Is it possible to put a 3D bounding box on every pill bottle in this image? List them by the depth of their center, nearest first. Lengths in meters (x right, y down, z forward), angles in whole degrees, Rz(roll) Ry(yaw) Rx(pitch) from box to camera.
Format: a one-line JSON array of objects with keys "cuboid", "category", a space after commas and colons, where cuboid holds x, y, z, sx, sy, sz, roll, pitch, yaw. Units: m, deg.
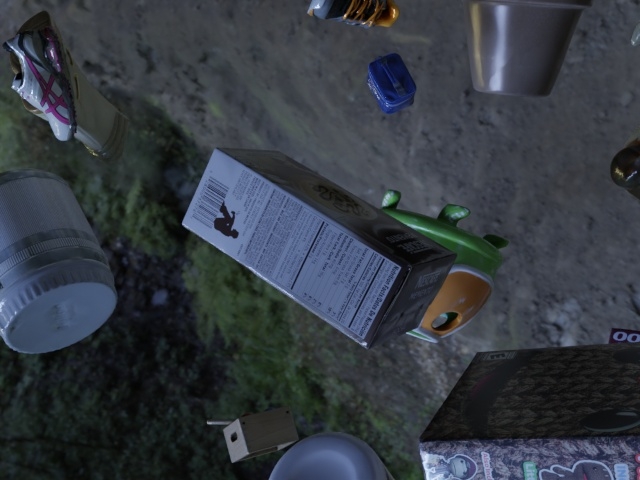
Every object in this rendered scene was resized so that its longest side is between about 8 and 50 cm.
[{"cuboid": [0.058, 0.455, 1.424, 0.188, 0.334, 0.188, -14, 48, 15], "category": "pill bottle"}]

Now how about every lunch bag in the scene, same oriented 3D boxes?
[{"cuboid": [0.124, -0.281, 1.597, 0.067, 0.065, 0.098, -26, 77, -8], "category": "lunch bag"}]

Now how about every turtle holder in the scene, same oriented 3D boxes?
[{"cuboid": [0.162, 0.047, 1.663, 0.320, 0.243, 0.227, 19, 83, 22], "category": "turtle holder"}]

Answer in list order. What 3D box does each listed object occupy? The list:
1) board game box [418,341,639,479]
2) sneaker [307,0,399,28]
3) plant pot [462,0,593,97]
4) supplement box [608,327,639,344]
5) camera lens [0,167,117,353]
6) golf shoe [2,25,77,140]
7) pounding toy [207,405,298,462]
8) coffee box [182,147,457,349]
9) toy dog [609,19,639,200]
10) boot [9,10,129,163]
[{"cuboid": [0.266, 0.195, 0.820, 0.291, 0.232, 0.141, -7, 100, 23], "category": "board game box"}, {"cuboid": [0.053, -0.353, 1.338, 0.083, 0.215, 0.084, 38, 118, 13], "category": "sneaker"}, {"cuboid": [0.379, -0.395, 1.732, 0.263, 0.263, 0.229, 25, 115, 55], "category": "plant pot"}, {"cuboid": [0.470, 0.175, 1.191, 0.130, 0.239, 0.073, 5, 79, 34], "category": "supplement box"}, {"cuboid": [-0.497, 0.029, 1.576, 0.219, 0.219, 0.274, -45, 61, 22], "category": "camera lens"}, {"cuboid": [-0.421, -0.232, 1.376, 0.086, 0.186, 0.067, -16, 37, -13], "category": "golf shoe"}, {"cuboid": [-0.138, 0.379, 1.815, 0.141, 0.130, 0.100, -45, 58, 58], "category": "pounding toy"}, {"cuboid": [0.000, 0.000, 1.150, 0.297, 0.168, 0.119, 32, 107, 20], "category": "coffee box"}, {"cuboid": [0.705, -0.248, 1.702, 0.395, 0.284, 0.408, 28, 105, 36], "category": "toy dog"}, {"cuboid": [-0.438, -0.270, 1.607, 0.095, 0.203, 0.262, -35, 50, 12], "category": "boot"}]
